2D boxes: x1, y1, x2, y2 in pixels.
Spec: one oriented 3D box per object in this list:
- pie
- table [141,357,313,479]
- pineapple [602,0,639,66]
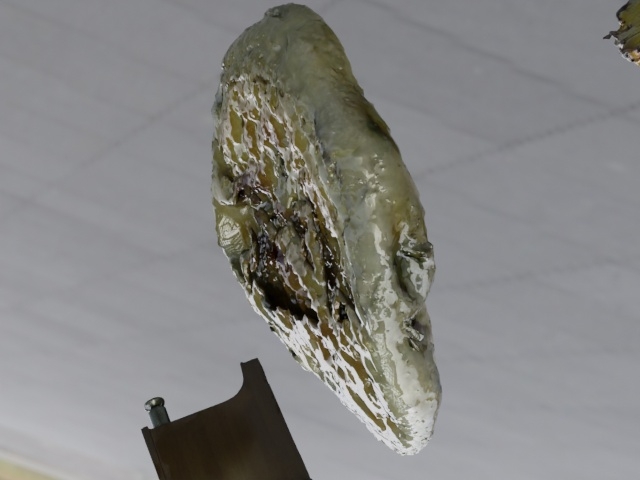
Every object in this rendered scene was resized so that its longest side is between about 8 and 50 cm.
[{"bbox_3d":[0.001,0.000,1.398,0.077,0.339,0.339,-22,-179,-16],"label":"pie"},{"bbox_3d":[-0.042,0.117,0.943,0.070,0.082,0.083,-21,142,-5],"label":"table"},{"bbox_3d":[0.350,-0.217,1.746,0.047,0.221,0.221,49,158,-21],"label":"pineapple"}]
